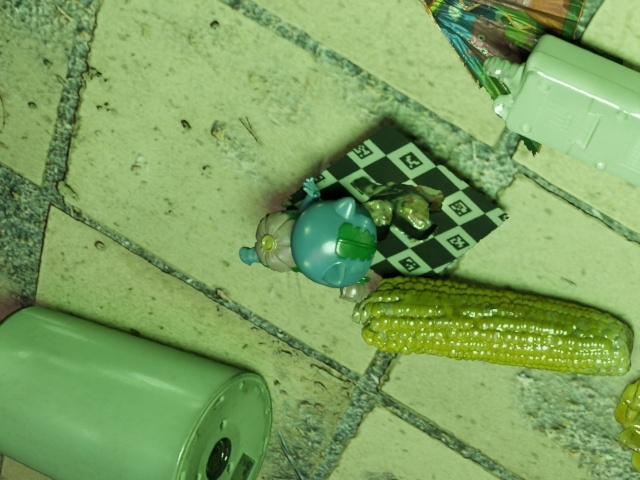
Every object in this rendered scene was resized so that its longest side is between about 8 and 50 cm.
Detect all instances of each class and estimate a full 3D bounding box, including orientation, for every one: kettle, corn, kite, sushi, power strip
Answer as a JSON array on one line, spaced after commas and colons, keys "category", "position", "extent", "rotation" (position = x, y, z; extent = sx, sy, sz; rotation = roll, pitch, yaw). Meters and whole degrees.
[{"category": "kettle", "position": [-0.273, 0.265, 2.106], "extent": [0.377, 0.250, 0.361], "rotation": [18, 166, 24]}, {"category": "corn", "position": [0.193, 0.098, 1.661], "extent": [0.320, 0.097, 0.097], "rotation": [8, 134, 17]}, {"category": "kite", "position": [0.190, -0.219, 1.428], "extent": [0.234, 0.016, 0.321], "rotation": [26, 139, 14]}, {"category": "sushi", "position": [0.089, -0.045, 1.653], "extent": [0.193, 0.040, 0.210], "rotation": [36, 140, -14]}, {"category": "power strip", "position": [0.312, -0.102, 1.403], "extent": [0.338, 0.058, 0.098], "rotation": [24, 142, 6]}]

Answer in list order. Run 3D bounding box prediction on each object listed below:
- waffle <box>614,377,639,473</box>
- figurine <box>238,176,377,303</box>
[{"category": "waffle", "position": [0.458, 0.234, 1.657], "extent": [0.249, 0.056, 0.253], "rotation": [-3, 126, 37]}, {"category": "figurine", "position": [0.001, 0.005, 1.654], "extent": [0.178, 0.114, 0.144], "rotation": [2, 160, 42]}]
